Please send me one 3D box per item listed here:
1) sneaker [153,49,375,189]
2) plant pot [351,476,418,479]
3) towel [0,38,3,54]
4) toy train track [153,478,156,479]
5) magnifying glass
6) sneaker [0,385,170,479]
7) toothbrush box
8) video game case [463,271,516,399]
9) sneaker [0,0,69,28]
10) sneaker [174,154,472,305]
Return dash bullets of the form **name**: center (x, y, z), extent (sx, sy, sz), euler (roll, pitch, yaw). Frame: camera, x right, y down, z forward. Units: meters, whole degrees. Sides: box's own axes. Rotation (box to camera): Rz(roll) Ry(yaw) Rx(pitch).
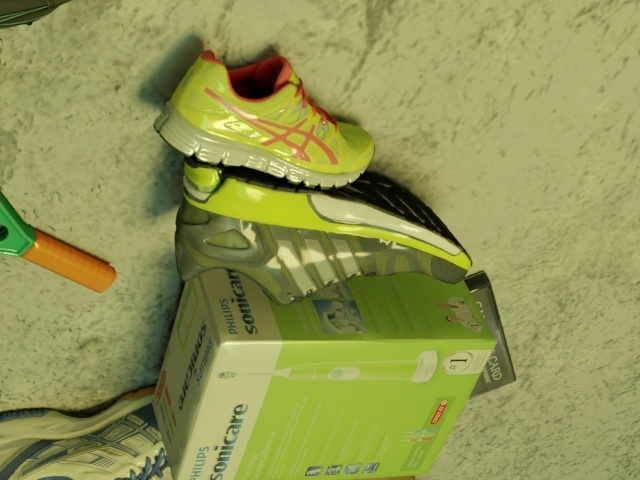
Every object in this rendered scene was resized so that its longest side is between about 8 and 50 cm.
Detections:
- **sneaker**: center (-0.030, -0.105, 1.010), extent (0.208, 0.081, 0.094), euler (7, 115, -38)
- **plant pot**: center (0.004, 0.322, 1.482), extent (0.236, 0.032, 0.236), euler (-14, 145, -10)
- **towel**: center (-0.381, -0.047, 0.873), extent (0.284, 0.121, 0.235), euler (8, 134, -18)
- **toy train track**: center (-0.204, 0.249, 1.349), extent (0.083, 0.014, 0.048), euler (11, 90, -19)
- **magnifying glass**: center (-0.276, -0.006, 1.052), extent (0.092, 0.026, 0.231), euler (-42, 135, 21)
- **sneaker**: center (-0.212, 0.238, 1.254), extent (0.296, 0.131, 0.112), euler (-11, 135, -13)
- **toothbrush box**: center (-0.002, 0.131, 1.194), extent (0.283, 0.122, 0.206), euler (0, 131, -24)
- **video game case**: center (0.076, 0.149, 1.353), extent (0.274, 0.026, 0.196), euler (-22, 138, 1)
- **sneaker**: center (-0.260, -0.169, 0.789), extent (0.267, 0.101, 0.106), euler (-12, 164, -47)
- **sneaker**: center (0.000, 0.000, 1.095), extent (0.300, 0.111, 0.121), euler (14, 113, -24)
